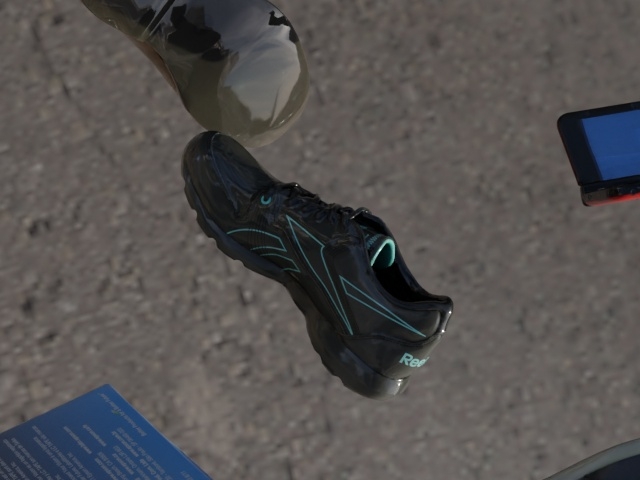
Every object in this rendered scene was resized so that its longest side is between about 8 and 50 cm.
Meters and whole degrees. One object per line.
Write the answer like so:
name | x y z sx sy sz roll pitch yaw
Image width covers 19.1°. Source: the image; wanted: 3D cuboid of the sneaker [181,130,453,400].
sneaker | 0.000 0.000 1.531 0.267 0.106 0.101 47 32 8

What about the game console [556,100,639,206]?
game console | 0.285 -0.081 1.587 0.144 0.124 0.085 -10 89 -9

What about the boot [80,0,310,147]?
boot | -0.114 -0.183 1.544 0.112 0.115 0.305 -49 138 0

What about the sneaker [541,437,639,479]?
sneaker | 0.195 0.224 1.362 0.083 0.222 0.118 92 -26 -69

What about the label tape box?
label tape box | -0.282 0.294 1.771 0.347 0.249 0.115 -27 123 -22
